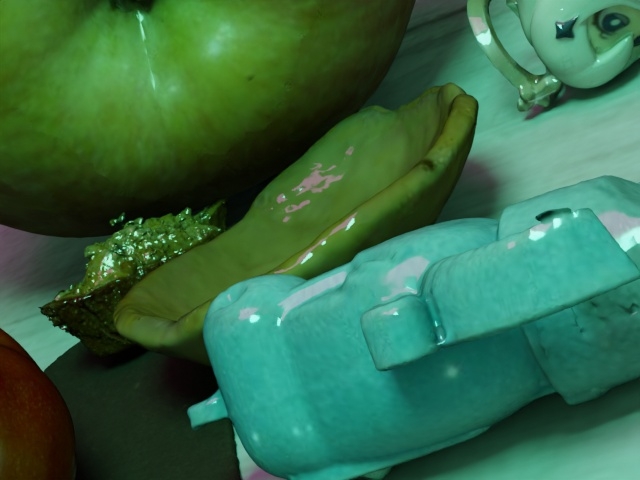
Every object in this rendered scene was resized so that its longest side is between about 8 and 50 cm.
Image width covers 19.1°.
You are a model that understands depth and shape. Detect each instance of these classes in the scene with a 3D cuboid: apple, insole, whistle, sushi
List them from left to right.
[{"bbox_3d":[-0.121,-0.188,1.046,0.391,0.391,0.346,-28,28,8],"label":"apple"},{"bbox_3d":[-0.085,0.102,0.882,0.111,0.007,0.328,-33,23,-1],"label":"insole"},{"bbox_3d":[-0.089,0.015,0.980,0.061,0.060,0.118,-8,21,44],"label":"sushi"},{"bbox_3d":[0.069,0.029,0.736,0.274,0.093,0.186,-20,-1,19],"label":"whistle"}]

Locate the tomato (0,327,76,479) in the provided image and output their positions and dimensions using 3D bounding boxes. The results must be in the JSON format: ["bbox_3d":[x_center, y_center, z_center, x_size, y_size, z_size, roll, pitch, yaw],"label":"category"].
[{"bbox_3d":[-0.200,0.090,0.832,0.195,0.195,0.136,23,91,62],"label":"tomato"}]

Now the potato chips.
[{"bbox_3d":[0.000,0.001,0.898,0.195,0.062,0.208,-32,11,10],"label":"potato chips"}]

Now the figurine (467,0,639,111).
[{"bbox_3d":[0.147,-0.134,0.954,0.154,0.132,0.132,-35,19,29],"label":"figurine"}]
